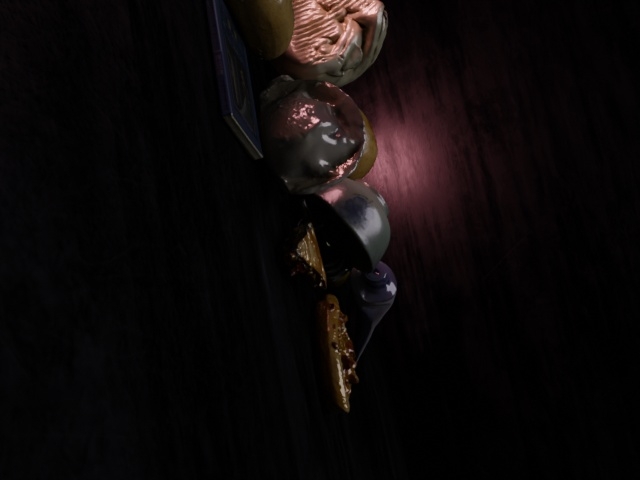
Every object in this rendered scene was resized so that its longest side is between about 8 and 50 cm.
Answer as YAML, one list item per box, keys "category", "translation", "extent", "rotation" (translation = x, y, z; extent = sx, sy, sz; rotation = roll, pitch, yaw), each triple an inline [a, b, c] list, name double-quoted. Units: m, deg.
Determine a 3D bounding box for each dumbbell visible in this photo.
- category: "dumbbell"
  translation: [0.000, 0.000, 1.626]
  extent: [0.110, 0.110, 0.255]
  rotation: [-92, 161, -55]

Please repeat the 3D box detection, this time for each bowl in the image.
- category: "bowl"
  translation: [0.086, -0.067, 1.679]
  extent: [0.289, 0.146, 0.289]
  rotation: [46, -12, 13]

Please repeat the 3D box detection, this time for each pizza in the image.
- category: "pizza"
  translation: [-0.044, 0.036, 1.347]
  extent: [0.194, 0.069, 0.154]
  rotation: [9, 68, -75]
- category: "pizza"
  translation: [0.043, 0.279, 1.533]
  extent: [0.336, 0.086, 0.226]
  rotation: [-97, 170, -47]

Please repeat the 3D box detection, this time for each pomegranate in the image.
- category: "pomegranate"
  translation: [0.048, -0.288, 1.931]
  extent: [0.260, 0.260, 0.261]
  rotation: [-13, 90, -83]

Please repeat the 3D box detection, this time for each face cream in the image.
- category: "face cream"
  translation: [0.131, 0.204, 1.967]
  extent: [0.420, 0.137, 0.235]
  rotation: [103, -17, -54]

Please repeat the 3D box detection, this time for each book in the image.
- category: "book"
  translation: [-0.160, -0.307, 1.192]
  extent: [0.191, 0.025, 0.269]
  rotation: [56, 22, -71]

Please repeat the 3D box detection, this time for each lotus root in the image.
- category: "lotus root"
  translation: [-0.123, -0.474, 1.300]
  extent: [0.146, 0.131, 0.303]
  rotation: [44, -6, 18]

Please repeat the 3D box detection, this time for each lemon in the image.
- category: "lemon"
  translation: [0.045, 0.096, 1.861]
  extent: [0.110, 0.082, 0.082]
  rotation: [-6, 84, -82]

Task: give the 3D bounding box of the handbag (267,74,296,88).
- category: "handbag"
  translation: [-0.080, -0.339, 1.606]
  extent: [0.173, 0.095, 0.117]
  rotation: [35, 39, -83]

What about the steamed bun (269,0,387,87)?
- category: "steamed bun"
  translation: [0.017, -0.576, 1.794]
  extent: [0.237, 0.346, 0.394]
  rotation: [74, 24, -68]

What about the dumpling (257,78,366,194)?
- category: "dumpling"
  translation: [-0.025, -0.226, 1.322]
  extent: [0.175, 0.226, 0.243]
  rotation: [-69, 139, -81]

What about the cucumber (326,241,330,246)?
- category: "cucumber"
  translation: [0.038, 0.021, 2.012]
  extent: [0.227, 0.069, 0.069]
  rotation: [23, 54, -77]
